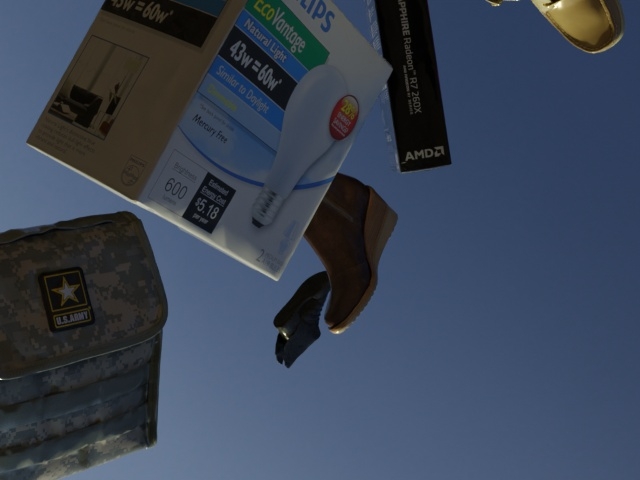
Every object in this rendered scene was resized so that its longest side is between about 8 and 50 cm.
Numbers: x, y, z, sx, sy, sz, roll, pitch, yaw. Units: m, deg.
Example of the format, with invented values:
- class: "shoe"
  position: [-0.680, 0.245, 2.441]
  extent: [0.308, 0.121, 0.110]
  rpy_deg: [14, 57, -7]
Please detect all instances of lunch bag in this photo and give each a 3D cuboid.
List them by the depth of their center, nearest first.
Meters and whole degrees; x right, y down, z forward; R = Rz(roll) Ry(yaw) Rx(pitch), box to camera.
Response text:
- class: "lunch bag"
  position: [-0.304, 0.114, 1.126]
  extent: [0.169, 0.235, 0.287]
  rpy_deg: [30, -58, 42]

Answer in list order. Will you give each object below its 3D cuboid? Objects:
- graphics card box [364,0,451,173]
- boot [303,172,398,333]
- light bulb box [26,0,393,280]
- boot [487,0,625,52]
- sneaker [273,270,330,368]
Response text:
- class: "graphics card box"
  position: [0.141, -0.301, 1.736]
  extent: [0.233, 0.094, 0.370]
  rpy_deg: [-101, -177, -86]
- class: "boot"
  position: [0.000, 0.000, 1.606]
  extent: [0.090, 0.207, 0.248]
  rpy_deg: [-25, -143, 59]
- class: "light bulb box"
  position: [-0.133, -0.188, 1.383]
  extent: [0.225, 0.358, 0.361]
  rpy_deg: [26, -94, 32]
- class: "boot"
  position: [0.263, -0.309, 1.218]
  extent: [0.095, 0.203, 0.262]
  rpy_deg: [-28, -74, 33]
- class: "sneaker"
  position: [-0.025, 0.138, 1.796]
  extent: [0.170, 0.089, 0.051]
  rpy_deg: [-46, -141, -19]
